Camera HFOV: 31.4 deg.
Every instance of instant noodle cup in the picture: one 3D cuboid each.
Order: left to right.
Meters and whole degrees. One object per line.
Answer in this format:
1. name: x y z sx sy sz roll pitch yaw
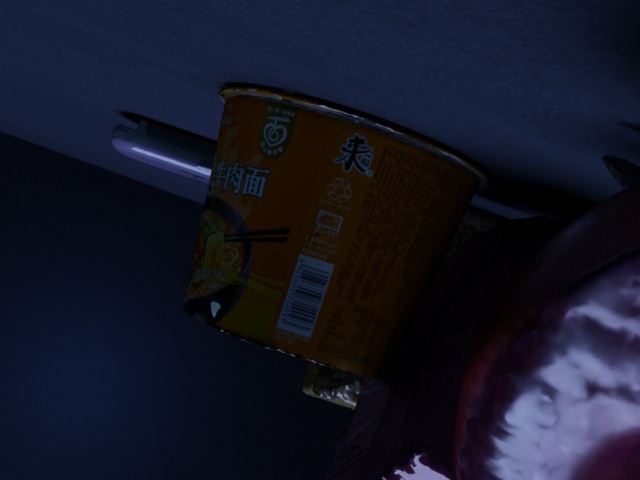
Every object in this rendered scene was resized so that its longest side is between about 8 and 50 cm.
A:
1. instant noodle cup: 0.000 0.000 0.914 0.230 0.182 0.230 18 177 1

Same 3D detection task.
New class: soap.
1. soap: 0.136 0.109 0.932 0.127 0.325 0.220 45 130 -15

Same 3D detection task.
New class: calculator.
1. calculator: -0.135 -0.094 1.386 0.246 0.045 0.141 18 178 -3

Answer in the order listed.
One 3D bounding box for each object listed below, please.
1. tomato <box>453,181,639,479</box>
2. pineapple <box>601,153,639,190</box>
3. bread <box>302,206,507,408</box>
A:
1. tomato: 0.227 0.056 0.446 0.334 0.176 0.290 -3 130 21
2. pineapple: 0.162 0.049 0.618 0.083 0.221 0.103 -4 -136 -39
3. bread: 0.098 0.074 1.160 0.184 0.234 0.110 20 175 -15
